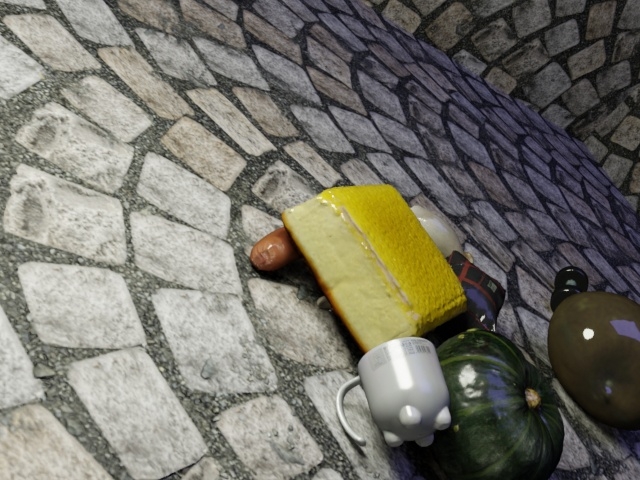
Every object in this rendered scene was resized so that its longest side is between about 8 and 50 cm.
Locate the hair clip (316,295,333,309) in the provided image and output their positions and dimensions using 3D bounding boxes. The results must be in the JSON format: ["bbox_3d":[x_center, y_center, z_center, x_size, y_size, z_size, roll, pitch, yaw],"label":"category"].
[{"bbox_3d":[0.083,0.164,1.573,0.226,0.034,0.072,41,30,-5],"label":"hair clip"}]

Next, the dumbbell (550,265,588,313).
[{"bbox_3d":[0.718,0.149,2.353,0.100,0.100,0.191,42,27,1],"label":"dumbbell"}]

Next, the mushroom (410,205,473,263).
[{"bbox_3d":[0.293,-0.001,2.033,0.212,0.088,0.097,42,-6,-11],"label":"mushroom"}]

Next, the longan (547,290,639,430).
[{"bbox_3d":[0.694,0.280,1.946,0.288,0.288,0.350,-8,64,-56],"label":"longan"}]

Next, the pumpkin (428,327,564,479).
[{"bbox_3d":[0.296,0.308,1.451,0.300,0.207,0.300,28,48,-36],"label":"pumpkin"}]

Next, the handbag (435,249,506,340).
[{"bbox_3d":[0.305,0.131,1.778,0.169,0.155,0.215,36,29,3],"label":"handbag"}]

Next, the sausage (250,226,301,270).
[{"bbox_3d":[-0.068,0.010,1.553,0.077,0.077,0.194,47,26,10],"label":"sausage"}]

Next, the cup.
[{"bbox_3d":[0.121,0.254,1.319,0.173,0.134,0.142,-3,51,-14],"label":"cup"}]

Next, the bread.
[{"bbox_3d":[0.111,0.047,1.555,0.323,0.143,0.333,58,25,12],"label":"bread"}]
